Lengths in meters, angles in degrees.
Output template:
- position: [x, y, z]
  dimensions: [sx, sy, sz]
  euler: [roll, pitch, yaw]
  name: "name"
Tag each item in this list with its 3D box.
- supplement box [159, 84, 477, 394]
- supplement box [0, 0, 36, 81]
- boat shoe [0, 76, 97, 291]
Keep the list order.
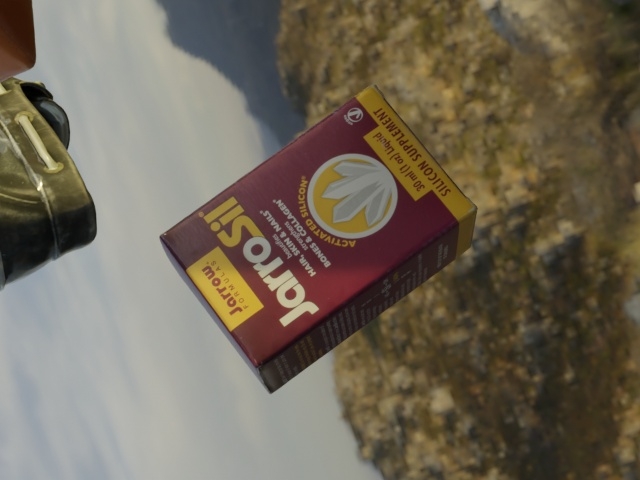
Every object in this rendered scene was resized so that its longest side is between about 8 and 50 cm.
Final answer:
- position: [0.000, 0.000, 0.425]
  dimensions: [0.055, 0.083, 0.043]
  euler: [51, 172, 15]
  name: "supplement box"
- position: [-0.225, -0.063, 0.500]
  dimensions: [0.078, 0.233, 0.080]
  euler: [50, -157, -54]
  name: "supplement box"
- position: [-0.228, -0.058, 0.916]
  dimensions: [0.335, 0.119, 0.121]
  euler: [-127, 31, -52]
  name: "boat shoe"
